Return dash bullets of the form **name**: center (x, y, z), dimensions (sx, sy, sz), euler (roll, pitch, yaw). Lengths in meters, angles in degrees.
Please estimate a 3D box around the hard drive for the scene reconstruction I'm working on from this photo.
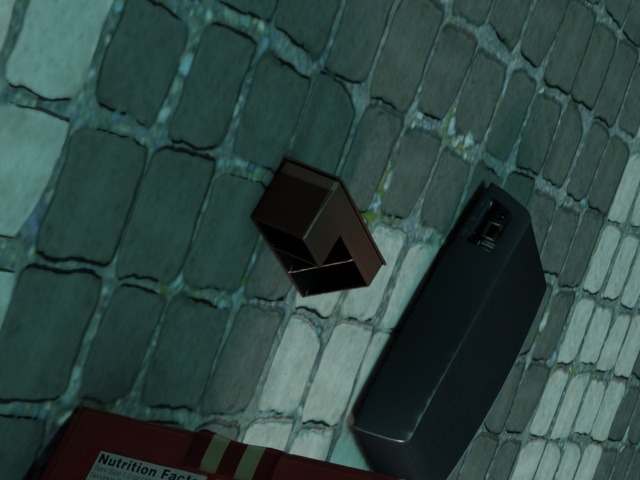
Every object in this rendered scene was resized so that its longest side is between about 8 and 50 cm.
- **hard drive**: center (0.121, 0.095, 1.495), dimensions (0.254, 0.054, 0.172), euler (-59, 153, -22)

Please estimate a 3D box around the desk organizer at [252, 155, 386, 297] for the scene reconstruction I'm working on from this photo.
- **desk organizer**: center (0.000, 0.000, 1.194), dimensions (0.050, 0.047, 0.130), euler (-59, 153, -16)

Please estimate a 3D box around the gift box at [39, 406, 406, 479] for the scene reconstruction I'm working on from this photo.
- **gift box**: center (-0.079, 0.289, 1.021), dimensions (0.276, 0.255, 0.258), euler (-60, 152, -32)
